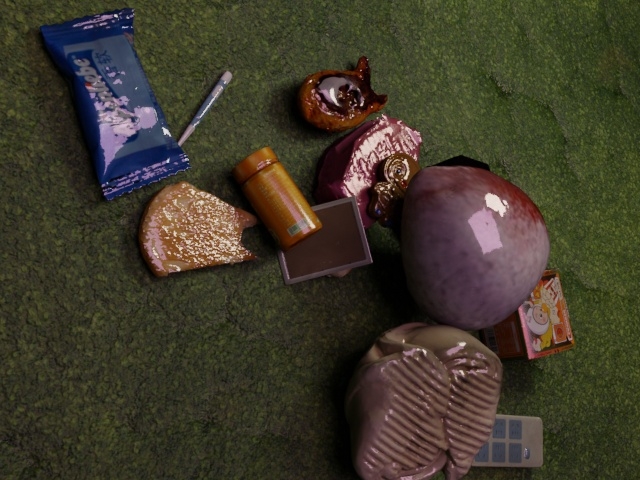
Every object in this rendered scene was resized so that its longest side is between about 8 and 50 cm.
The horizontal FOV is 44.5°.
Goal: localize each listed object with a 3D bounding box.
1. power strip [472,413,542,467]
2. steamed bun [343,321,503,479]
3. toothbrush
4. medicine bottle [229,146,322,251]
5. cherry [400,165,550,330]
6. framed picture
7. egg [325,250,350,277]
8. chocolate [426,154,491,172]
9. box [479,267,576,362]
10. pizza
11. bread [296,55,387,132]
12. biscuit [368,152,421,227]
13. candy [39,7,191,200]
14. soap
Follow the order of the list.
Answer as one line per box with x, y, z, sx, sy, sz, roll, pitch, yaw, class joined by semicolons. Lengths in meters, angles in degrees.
0.419;0.461;1.802;0.270;0.046;0.118;12;72;-33;power strip
0.188;0.318;1.579;0.309;0.219;0.324;0;103;-20;steamed bun
-0.240;-0.236;1.524;0.019;0.025;0.276;40;59;-20;toothbrush
-0.086;-0.079;1.531;0.096;0.096;0.192;-33;88;-36;medicine bottle
0.298;0.019;1.603;0.335;0.291;0.326;25;87;-40;cherry
0.000;0.000;1.579;0.183;0.011;0.142;-15;86;3;framed picture
0.037;0.038;1.623;0.083;0.071;0.071;-42;103;-38;egg
0.294;-0.099;1.819;0.206;0.177;0.224;-22;110;6;chocolate
0.482;0.178;1.852;0.177;0.148;0.195;-6;82;-35;box
-0.221;-0.023;1.478;0.262;0.034;0.181;-1;79;-36;pizza
0.047;-0.312;1.712;0.269;0.095;0.139;-32;100;-50;bread
0.163;-0.106;1.643;0.124;0.026;0.175;43;60;-25;biscuit
-0.363;-0.252;1.413;0.187;0.077;0.331;-23;89;-30;candy
0.110;-0.157;1.700;0.289;0.112;0.182;-41;108;-36;soap
